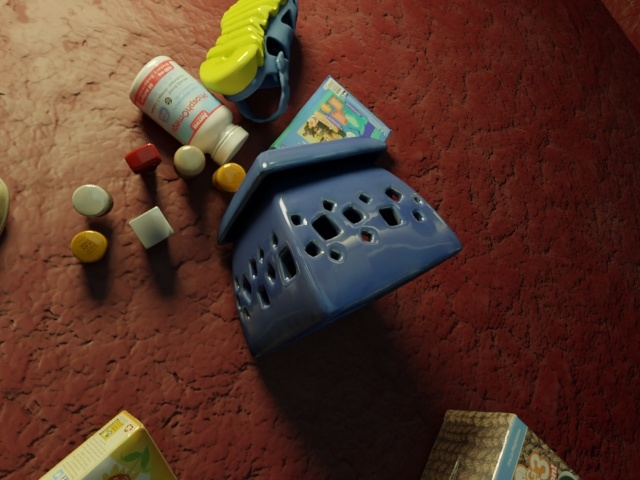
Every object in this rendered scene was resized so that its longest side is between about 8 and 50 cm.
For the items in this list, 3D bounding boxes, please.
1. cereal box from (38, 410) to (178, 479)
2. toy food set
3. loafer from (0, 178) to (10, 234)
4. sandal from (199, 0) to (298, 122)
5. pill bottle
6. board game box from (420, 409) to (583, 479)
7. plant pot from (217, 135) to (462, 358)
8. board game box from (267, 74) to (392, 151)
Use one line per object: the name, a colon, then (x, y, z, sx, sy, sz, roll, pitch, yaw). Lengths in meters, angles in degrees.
cereal box: (-0.239, 0.305, 0.380, 0.240, 0.047, 0.173, -37, 125, -39)
toy food set: (-0.227, -0.062, 0.571, 0.232, 0.104, 0.111, -34, 104, -15)
loafer: (-0.431, 0.020, 0.417, 0.102, 0.092, 0.268, 33, 60, -14)
sandal: (-0.100, -0.318, 0.714, 0.138, 0.126, 0.317, 53, 41, -45)
pill bottle: (-0.189, -0.186, 0.620, 0.160, 0.087, 0.087, 39, 59, -10)
board game box: (0.289, 0.439, 0.614, 0.291, 0.141, 0.232, 43, 58, -8)
plant pot: (0.000, 0.000, 0.571, 0.236, 0.236, 0.212, -19, 77, -35)
board game box: (0.020, -0.174, 0.749, 0.160, 0.047, 0.210, 39, 59, -11)
